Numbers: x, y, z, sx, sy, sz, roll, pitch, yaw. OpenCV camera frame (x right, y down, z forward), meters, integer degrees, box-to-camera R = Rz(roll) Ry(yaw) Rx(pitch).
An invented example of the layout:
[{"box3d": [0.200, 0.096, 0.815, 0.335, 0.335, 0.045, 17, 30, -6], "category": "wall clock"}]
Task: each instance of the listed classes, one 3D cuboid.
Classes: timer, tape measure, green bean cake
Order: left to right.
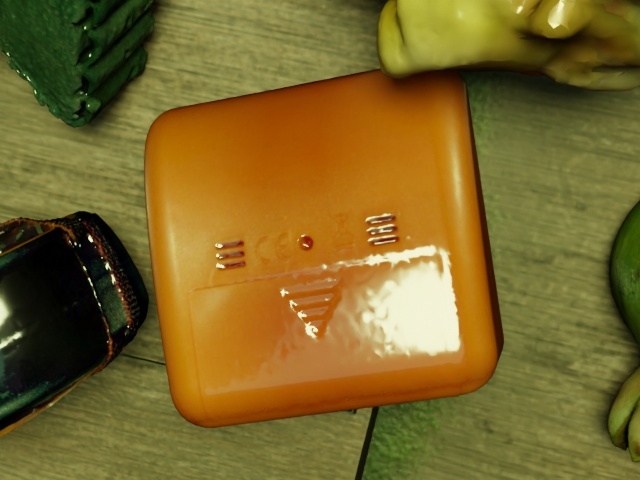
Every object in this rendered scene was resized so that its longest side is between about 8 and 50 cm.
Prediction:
[{"box3d": [-0.239, 0.061, 0.592, 0.223, 0.202, 0.135, -25, 101, 15], "category": "tape measure"}, {"box3d": [-0.214, -0.206, 0.549, 0.208, 0.107, 0.193, 31, 147, 0], "category": "green bean cake"}, {"box3d": [0.000, 0.000, 0.606, 0.257, 0.161, 0.250, -9, 85, 8], "category": "timer"}]

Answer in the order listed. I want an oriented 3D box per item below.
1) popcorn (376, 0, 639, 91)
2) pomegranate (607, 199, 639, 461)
[{"box3d": [0.162, -0.269, 0.411, 0.390, 0.344, 0.354, -35, 80, 0], "category": "popcorn"}, {"box3d": [0.289, 0.052, 0.559, 0.241, 0.159, 0.190, -33, 96, 16], "category": "pomegranate"}]
